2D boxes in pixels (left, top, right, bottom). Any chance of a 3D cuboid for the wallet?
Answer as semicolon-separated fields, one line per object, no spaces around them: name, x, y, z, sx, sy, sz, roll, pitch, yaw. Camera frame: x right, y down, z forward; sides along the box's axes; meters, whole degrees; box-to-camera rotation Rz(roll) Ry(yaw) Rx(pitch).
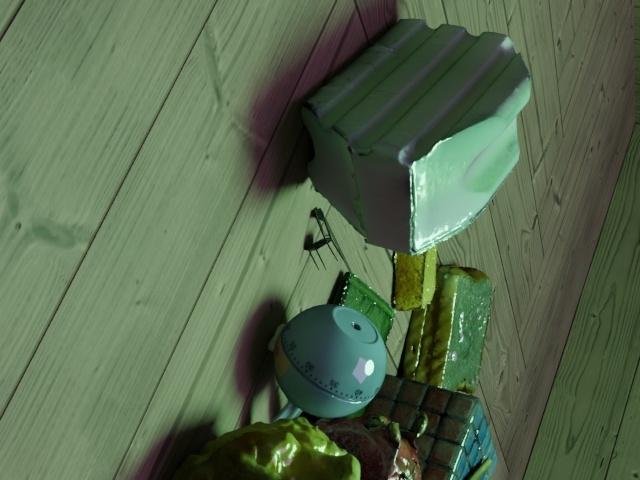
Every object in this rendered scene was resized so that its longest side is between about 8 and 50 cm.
wallet;0.040;0.185;1.799;0.160;0.055;0.236;45;57;-49

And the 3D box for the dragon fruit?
dragon fruit;0.044;0.352;1.687;0.282;0.211;0.147;-55;133;-4

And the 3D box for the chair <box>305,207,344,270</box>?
chair;-0.002;0.000;1.638;0.037;0.042;0.086;2;65;-68

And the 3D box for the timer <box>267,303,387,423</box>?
timer;-0.024;0.188;1.586;0.175;0.255;0.175;37;37;-35

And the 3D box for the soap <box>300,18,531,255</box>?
soap;0.143;-0.160;1.588;0.446;0.261;0.156;-48;147;-51

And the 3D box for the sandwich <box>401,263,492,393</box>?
sandwich;0.265;0.185;2.285;0.301;0.099;0.271;7;96;-66

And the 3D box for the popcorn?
popcorn;-0.062;0.346;1.411;0.237;0.293;0.293;49;56;-41

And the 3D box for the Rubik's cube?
Rubik's cube;0.150;0.393;1.941;0.237;0.238;0.237;-61;151;-28

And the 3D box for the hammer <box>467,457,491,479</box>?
hammer;0.241;0.405;1.843;0.199;0.013;0.062;-25;123;-59

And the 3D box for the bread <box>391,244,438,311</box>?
bread;0.175;0.055;2.051;0.103;0.065;0.187;-52;149;-56
